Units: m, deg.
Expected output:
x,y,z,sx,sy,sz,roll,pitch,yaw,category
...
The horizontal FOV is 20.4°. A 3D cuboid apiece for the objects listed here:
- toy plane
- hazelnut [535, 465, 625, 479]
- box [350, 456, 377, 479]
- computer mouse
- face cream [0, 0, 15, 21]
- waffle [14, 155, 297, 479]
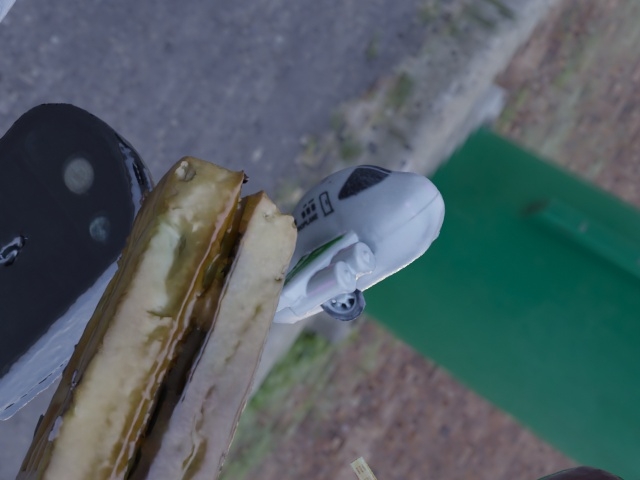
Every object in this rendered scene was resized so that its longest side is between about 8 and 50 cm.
x,y,z,sx,sy,sz,roll,pitch,yaw,category
0.002,0.002,1.141,0.174,0.080,0.174,-30,-167,8,toy plane
0.159,0.259,1.200,0.208,0.208,0.208,-49,159,-27,hazelnut
0.053,0.238,1.642,0.015,0.058,0.093,-29,156,-2,box
-0.232,0.013,1.476,0.269,0.170,0.100,-44,158,17,computer mouse
-0.409,-0.207,1.695,0.420,0.235,0.137,-51,148,5,face cream
-0.115,0.123,1.005,0.328,0.098,0.224,-67,-170,-12,waffle
